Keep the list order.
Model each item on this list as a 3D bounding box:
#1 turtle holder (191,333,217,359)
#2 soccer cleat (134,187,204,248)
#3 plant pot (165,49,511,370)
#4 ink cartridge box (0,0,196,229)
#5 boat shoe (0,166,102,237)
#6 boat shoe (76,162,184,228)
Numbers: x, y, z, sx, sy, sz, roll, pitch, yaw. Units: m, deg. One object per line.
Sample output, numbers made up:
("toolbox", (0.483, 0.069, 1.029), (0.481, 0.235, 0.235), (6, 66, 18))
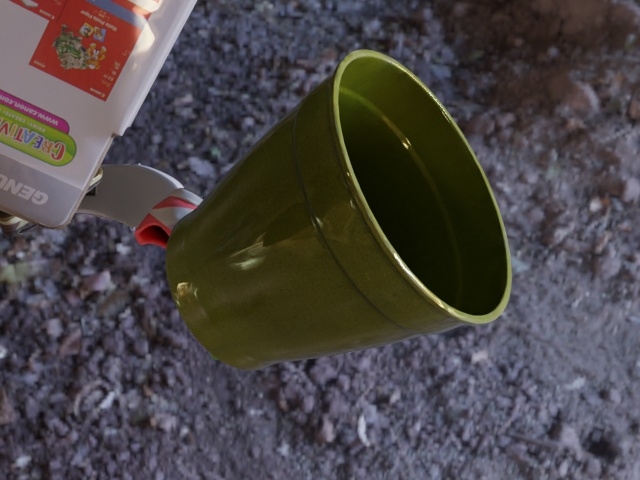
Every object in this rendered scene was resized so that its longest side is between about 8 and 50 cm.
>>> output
("turtle holder", (-0.139, 0.063, 1.899), (0.243, 0.320, 0.227), (-14, 65, 19))
("soccer cleat", (-0.159, 0.025, 1.680), (0.318, 0.109, 0.116), (31, 57, 31))
("plant pot", (0.000, 0.000, 1.379), (0.353, 0.366, 0.366), (-28, 28, 31))
("ink cartridge box", (-0.211, -0.194, 0.544), (0.309, 0.272, 0.130), (26, 19, -19))
("boat shoe", (-0.514, -0.079, 2.012), (0.223, 0.073, 0.080), (-32, 56, -30))
("boat shoe", (-0.431, -0.096, 2.247), (0.367, 0.136, 0.156), (2, 6, 17))
